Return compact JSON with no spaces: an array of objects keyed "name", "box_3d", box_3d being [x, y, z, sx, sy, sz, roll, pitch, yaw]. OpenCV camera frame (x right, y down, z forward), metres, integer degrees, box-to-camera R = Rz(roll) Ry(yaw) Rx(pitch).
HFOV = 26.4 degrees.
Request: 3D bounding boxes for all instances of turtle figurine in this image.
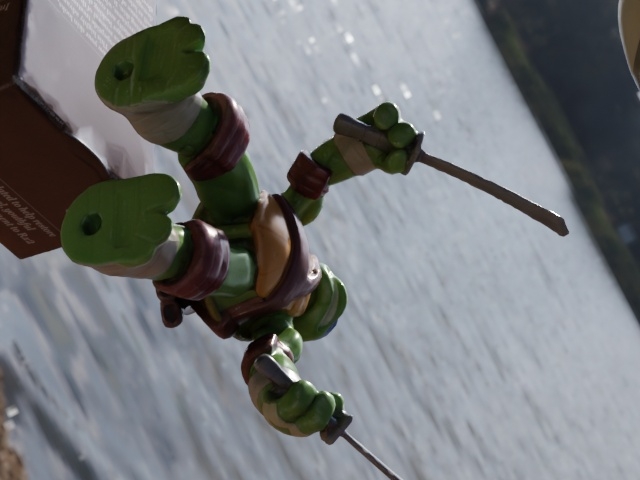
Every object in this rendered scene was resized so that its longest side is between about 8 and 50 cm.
[{"name":"turtle figurine","box_3d":[0.000,0.000,0.769,0.275,0.198,0.266,35,-2,37]}]

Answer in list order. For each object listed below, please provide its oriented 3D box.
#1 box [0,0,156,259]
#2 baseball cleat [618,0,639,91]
[{"name":"box","box_3d":[-0.237,-0.199,1.131,0.191,0.143,0.381,50,27,-49]},{"name":"baseball cleat","box_3d":[0.183,-0.027,0.606,0.206,0.072,0.109,54,20,-31]}]
